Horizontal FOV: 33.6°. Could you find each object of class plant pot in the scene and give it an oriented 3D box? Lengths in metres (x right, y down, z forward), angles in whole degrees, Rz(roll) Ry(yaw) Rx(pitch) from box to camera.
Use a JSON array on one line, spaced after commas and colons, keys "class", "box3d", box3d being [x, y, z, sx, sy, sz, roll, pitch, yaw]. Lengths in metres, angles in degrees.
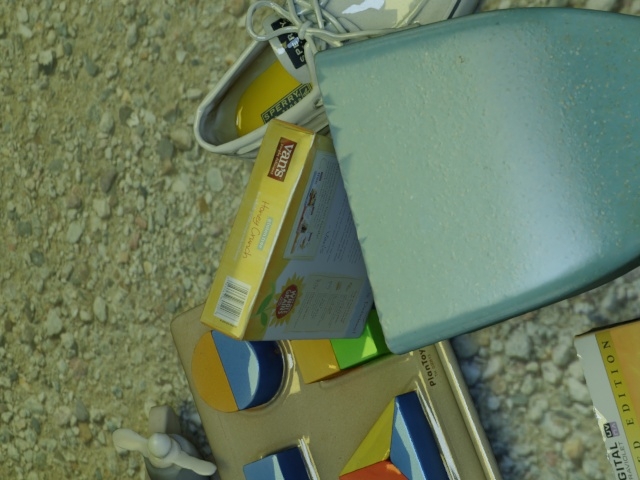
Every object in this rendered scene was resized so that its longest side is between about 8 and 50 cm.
[{"class": "plant pot", "box3d": [0.179, -0.062, 0.874, 0.252, 0.248, 0.247, -16, 84, 23]}]

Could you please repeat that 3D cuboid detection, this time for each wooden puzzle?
[{"class": "wooden puzzle", "box3d": [-0.007, 0.179, 1.093, 0.348, 0.080, 0.322, -28, 77, 33]}]

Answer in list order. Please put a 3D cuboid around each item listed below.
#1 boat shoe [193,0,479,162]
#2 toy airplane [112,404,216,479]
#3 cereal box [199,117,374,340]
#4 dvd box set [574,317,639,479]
[{"class": "boat shoe", "box3d": [-0.005, -0.199, 1.045, 0.367, 0.156, 0.135, -34, 74, 35]}, {"class": "toy airplane", "box3d": [-0.170, 0.400, 1.129, 0.272, 0.384, 0.386, -25, 91, 24]}, {"class": "cereal box", "box3d": [0.000, 0.000, 0.916, 0.047, 0.240, 0.173, 21, 94, 24]}, {"class": "dvd box set", "box3d": [0.431, 0.166, 0.806, 0.420, 0.062, 0.307, -20, 82, 37]}]
